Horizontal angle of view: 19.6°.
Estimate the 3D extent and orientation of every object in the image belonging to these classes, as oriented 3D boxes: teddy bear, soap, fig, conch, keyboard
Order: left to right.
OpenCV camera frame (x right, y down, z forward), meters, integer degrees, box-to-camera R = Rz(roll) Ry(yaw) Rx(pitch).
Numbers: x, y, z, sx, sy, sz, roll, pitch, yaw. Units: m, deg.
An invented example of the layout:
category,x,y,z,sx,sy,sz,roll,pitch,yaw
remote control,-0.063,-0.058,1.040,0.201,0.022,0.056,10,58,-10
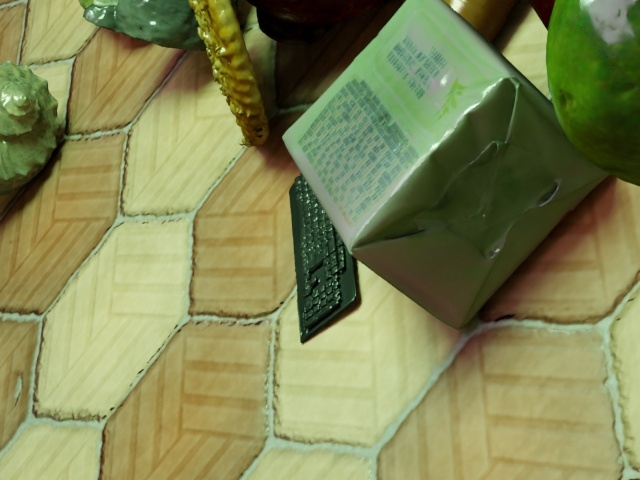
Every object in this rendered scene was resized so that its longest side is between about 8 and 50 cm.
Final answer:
category,x,y,z,sx,sy,sz,roll,pitch,yaw
conch,-0.372,-0.113,2.089,0.155,0.130,0.207,-38,2,-35
teddy bear,-0.123,-0.311,1.932,0.144,0.171,0.251,31,97,46
keyboard,-0.001,-0.001,1.630,0.074,0.015,0.196,-35,37,27
soap,0.094,-0.066,1.457,0.182,0.138,0.199,-46,33,10
fig,0.297,-0.125,1.235,0.275,0.206,0.206,7,64,30

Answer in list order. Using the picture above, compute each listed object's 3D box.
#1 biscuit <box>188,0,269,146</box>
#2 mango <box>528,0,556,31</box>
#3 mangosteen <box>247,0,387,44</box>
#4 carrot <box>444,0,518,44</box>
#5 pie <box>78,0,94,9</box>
category,x,y,z,sx,sy,sz,roll,pitch,yaw
biscuit,-0.100,-0.206,1.746,0.035,0.254,0.254,-19,37,-3
mango,0.215,-0.244,1.491,0.133,0.111,0.267,-43,41,25
mangosteen,-0.012,-0.289,1.757,0.257,0.215,0.215,120,164,-55
carrot,0.106,-0.157,1.596,0.069,0.069,0.336,24,82,56
pie,-0.203,-0.403,2.130,0.296,0.078,0.371,-15,62,55
